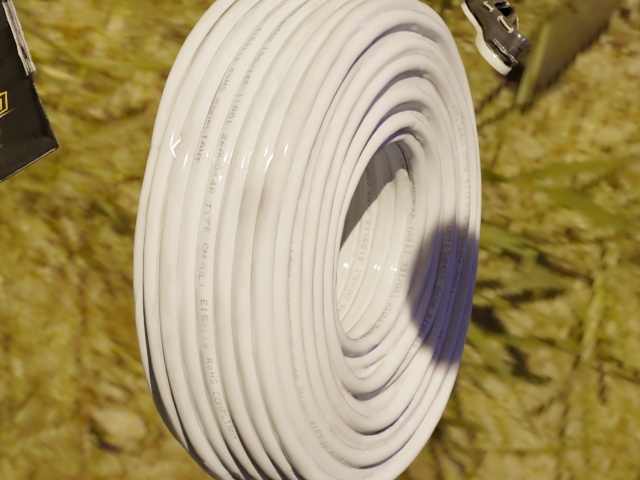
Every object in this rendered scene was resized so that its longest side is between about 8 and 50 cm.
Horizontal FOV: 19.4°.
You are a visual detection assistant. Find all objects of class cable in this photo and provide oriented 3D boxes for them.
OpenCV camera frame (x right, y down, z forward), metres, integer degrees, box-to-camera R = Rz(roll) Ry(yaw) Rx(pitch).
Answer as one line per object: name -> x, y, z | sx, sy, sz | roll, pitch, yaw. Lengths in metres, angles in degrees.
cable -> 0.000, 0.000, 0.916 | 0.257, 0.089, 0.257 | 41, 61, -61

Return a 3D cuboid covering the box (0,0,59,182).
box -> -0.291, -0.077, 0.807 | 0.322, 0.079, 0.257 | -34, 135, -23

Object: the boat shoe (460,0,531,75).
boat shoe -> 0.145, -0.179, 1.538 | 0.046, 0.125, 0.038 | 40, 109, -21
